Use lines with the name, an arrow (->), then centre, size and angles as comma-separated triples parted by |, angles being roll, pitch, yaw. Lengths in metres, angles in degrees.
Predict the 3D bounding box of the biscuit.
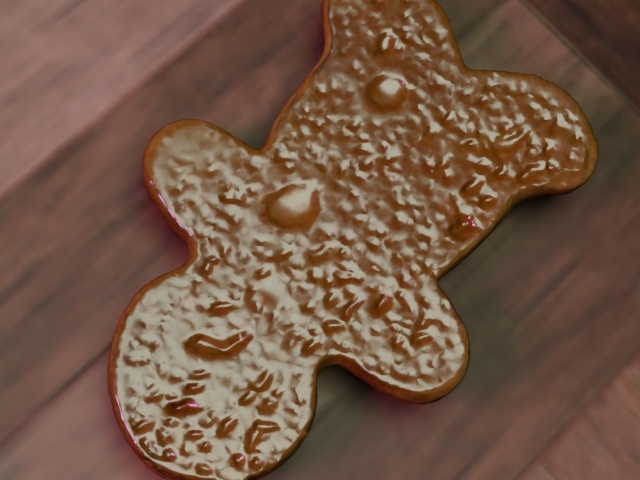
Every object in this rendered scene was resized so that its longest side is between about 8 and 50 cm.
biscuit -> 0.000, 0.000, 0.571 | 0.138, 0.031, 0.205 | 36, 68, 2
